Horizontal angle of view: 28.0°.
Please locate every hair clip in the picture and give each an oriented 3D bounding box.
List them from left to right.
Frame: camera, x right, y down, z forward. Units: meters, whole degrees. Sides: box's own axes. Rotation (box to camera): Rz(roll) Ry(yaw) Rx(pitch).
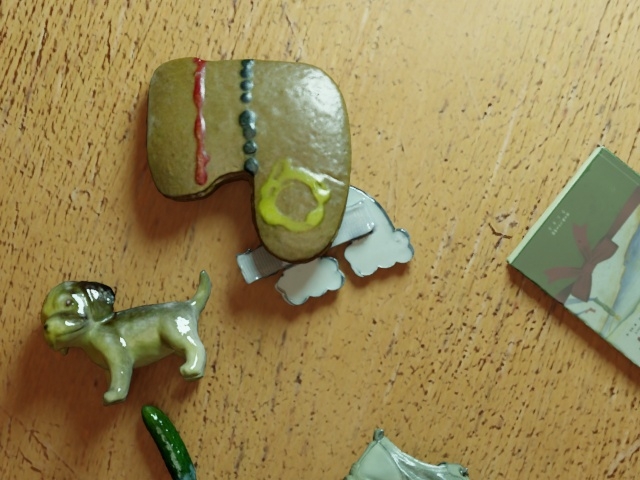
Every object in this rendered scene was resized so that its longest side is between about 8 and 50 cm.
[{"bbox_3d":[0.000,0.000,1.685,0.220,0.054,0.140,-23,88,4],"label":"hair clip"}]

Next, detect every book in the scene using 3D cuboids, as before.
[{"bbox_3d":[0.412,0.041,1.662,0.289,0.026,0.201,38,95,2],"label":"book"}]

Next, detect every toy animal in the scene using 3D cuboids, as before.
[{"bbox_3d":[-0.256,0.131,1.686,0.233,0.121,0.168,-5,83,2],"label":"toy animal"}]

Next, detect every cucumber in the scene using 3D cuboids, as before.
[{"bbox_3d":[-0.196,0.288,1.729,0.037,0.037,0.155,-27,92,6],"label":"cucumber"}]

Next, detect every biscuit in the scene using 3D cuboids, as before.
[{"bbox_3d":[-0.097,-0.108,1.656,0.277,0.052,0.262,5,82,5],"label":"biscuit"}]

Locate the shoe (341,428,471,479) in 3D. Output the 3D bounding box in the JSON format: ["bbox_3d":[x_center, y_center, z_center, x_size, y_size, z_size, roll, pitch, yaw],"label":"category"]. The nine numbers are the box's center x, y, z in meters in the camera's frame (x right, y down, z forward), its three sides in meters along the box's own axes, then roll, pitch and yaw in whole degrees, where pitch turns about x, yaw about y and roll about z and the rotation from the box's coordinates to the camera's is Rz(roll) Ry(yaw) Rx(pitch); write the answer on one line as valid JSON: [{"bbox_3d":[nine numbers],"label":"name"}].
[{"bbox_3d":[0.167,0.337,1.672,0.275,0.103,0.098,24,82,1],"label":"shoe"}]
